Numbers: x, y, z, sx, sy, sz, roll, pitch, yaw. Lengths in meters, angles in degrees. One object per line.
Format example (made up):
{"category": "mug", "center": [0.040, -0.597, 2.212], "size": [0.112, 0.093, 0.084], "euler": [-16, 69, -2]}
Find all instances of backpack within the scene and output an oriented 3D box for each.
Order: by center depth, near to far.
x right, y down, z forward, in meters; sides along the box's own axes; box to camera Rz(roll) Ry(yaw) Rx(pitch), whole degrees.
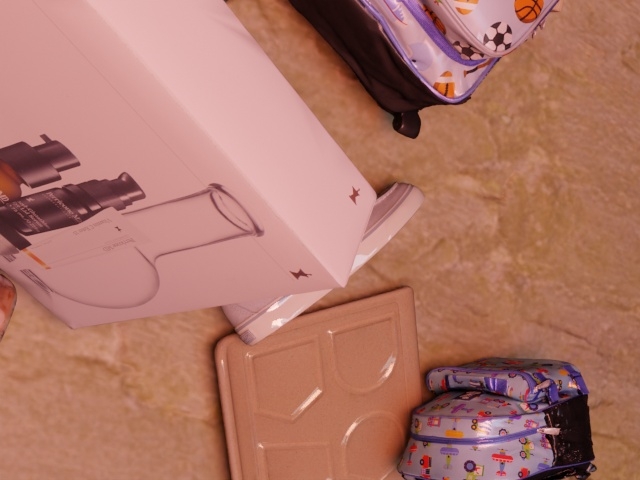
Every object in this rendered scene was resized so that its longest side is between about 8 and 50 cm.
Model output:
{"category": "backpack", "center": [0.105, -0.273, 0.904], "size": [0.276, 0.213, 0.263], "euler": [49, 66, -24]}
{"category": "backpack", "center": [0.160, 0.182, 1.032], "size": [0.173, 0.158, 0.117], "euler": [-4, 91, -41]}

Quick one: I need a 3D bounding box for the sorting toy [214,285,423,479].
{"category": "sorting toy", "center": [0.010, 0.212, 1.044], "size": [0.229, 0.041, 0.307], "euler": [-15, 107, -30]}

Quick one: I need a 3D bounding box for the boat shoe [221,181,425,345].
{"category": "boat shoe", "center": [-0.001, 0.001, 0.966], "size": [0.227, 0.079, 0.081], "euler": [-38, 91, -24]}

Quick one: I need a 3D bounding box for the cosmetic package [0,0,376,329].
{"category": "cosmetic package", "center": [-0.182, -0.095, 0.705], "size": [0.377, 0.284, 0.097], "euler": [48, 44, -34]}

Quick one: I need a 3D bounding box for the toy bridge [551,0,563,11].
{"category": "toy bridge", "center": [0.230, -0.321, 1.054], "size": [0.063, 0.026, 0.188], "euler": [11, 95, -27]}

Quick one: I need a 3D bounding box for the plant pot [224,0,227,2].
{"category": "plant pot", "center": [-0.140, -0.256, 0.747], "size": [0.290, 0.290, 0.195], "euler": [1, 121, -28]}

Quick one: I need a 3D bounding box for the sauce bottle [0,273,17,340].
{"category": "sauce bottle", "center": [-0.389, -0.001, 0.741], "size": [0.344, 0.111, 0.111], "euler": [30, 85, -26]}
